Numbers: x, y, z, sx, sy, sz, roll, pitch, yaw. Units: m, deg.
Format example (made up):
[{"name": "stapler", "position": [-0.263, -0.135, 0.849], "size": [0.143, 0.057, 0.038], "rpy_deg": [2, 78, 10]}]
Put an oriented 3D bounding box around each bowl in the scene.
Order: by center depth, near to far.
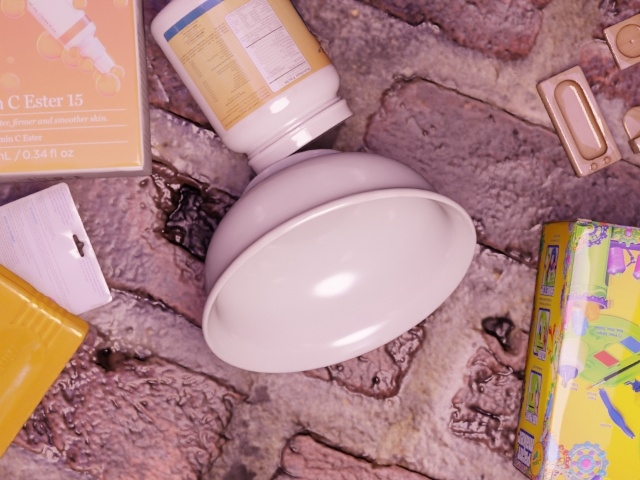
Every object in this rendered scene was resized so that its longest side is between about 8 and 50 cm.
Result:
[{"name": "bowl", "position": [0.000, 0.000, 1.664], "size": [0.298, 0.298, 0.134], "rpy_deg": [-22, 58, -3]}]

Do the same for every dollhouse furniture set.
[{"name": "dollhouse furniture set", "position": [0.328, -0.165, 1.730], "size": [0.151, 0.123, 0.144], "rpy_deg": [-25, 91, -3]}]

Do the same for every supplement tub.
[{"name": "supplement tub", "position": [-0.070, -0.183, 1.697], "size": [0.144, 0.144, 0.199], "rpy_deg": [-34, 92, -3]}]

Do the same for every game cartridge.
[{"name": "game cartridge", "position": [-0.451, 0.114, 1.683], "size": [0.324, 0.052, 0.285], "rpy_deg": [34, 102, -5]}]

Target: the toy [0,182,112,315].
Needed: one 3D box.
[{"name": "toy", "position": [-0.354, 0.041, 1.725], "size": [0.237, 0.056, 0.136], "rpy_deg": [-21, 95, 2]}]

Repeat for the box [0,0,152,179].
[{"name": "box", "position": [-0.293, -0.236, 1.673], "size": [0.215, 0.168, 0.345], "rpy_deg": [-4, 90, -3]}]

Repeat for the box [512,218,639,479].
[{"name": "box", "position": [0.376, 0.133, 1.705], "size": [0.290, 0.177, 0.279], "rpy_deg": [8, 89, -4]}]
